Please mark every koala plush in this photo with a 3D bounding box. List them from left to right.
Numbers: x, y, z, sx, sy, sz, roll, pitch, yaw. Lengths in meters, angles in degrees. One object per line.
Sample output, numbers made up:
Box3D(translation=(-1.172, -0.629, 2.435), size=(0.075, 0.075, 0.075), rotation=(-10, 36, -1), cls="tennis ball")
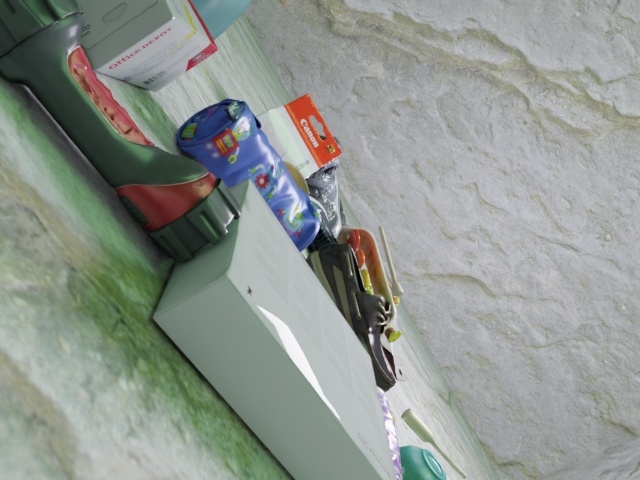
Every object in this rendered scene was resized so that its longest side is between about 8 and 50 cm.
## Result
Box3D(translation=(-0.015, -0.173, 1.463), size=(0.196, 0.203, 0.221), rotation=(-107, 177, -48), cls="koala plush")

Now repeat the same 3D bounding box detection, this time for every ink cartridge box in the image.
Box3D(translation=(-0.250, -0.305, 0.708), size=(0.128, 0.128, 0.176), rotation=(61, 9, -4), cls="ink cartridge box")
Box3D(translation=(-0.064, -0.250, 1.276), size=(0.189, 0.232, 0.066), rotation=(59, -21, -10), cls="ink cartridge box")
Box3D(translation=(0.225, 0.343, 1.660), size=(0.181, 0.056, 0.225), rotation=(41, 41, -65), cls="ink cartridge box")

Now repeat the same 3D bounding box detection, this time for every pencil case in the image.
Box3D(translation=(-0.110, -0.106, 0.879), size=(0.119, 0.133, 0.306), rotation=(28, -20, 47), cls="pencil case")
Box3D(translation=(0.075, 0.308, 0.790), size=(0.206, 0.086, 0.088), rotation=(-97, 164, -66), cls="pencil case")

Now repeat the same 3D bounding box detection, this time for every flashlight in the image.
Box3D(translation=(-0.202, -0.121, 0.511), size=(0.304, 0.103, 0.103), rotation=(58, 11, -24), cls="flashlight")

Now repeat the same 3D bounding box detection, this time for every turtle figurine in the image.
Box3D(translation=(0.146, 0.192, 1.509), size=(0.269, 0.087, 0.218), rotation=(24, 37, -41), cls="turtle figurine")

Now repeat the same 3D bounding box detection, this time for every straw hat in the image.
Box3D(translation=(-0.097, -0.102, 1.122), size=(0.061, 0.144, 0.145), rotation=(4, -45, 49), cls="straw hat")

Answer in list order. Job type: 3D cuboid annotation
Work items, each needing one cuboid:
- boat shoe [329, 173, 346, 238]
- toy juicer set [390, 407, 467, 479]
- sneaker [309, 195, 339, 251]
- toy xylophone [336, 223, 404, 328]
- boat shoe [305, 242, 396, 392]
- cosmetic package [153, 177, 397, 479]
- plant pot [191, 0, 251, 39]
Box3D(translation=(0.013, -0.100, 1.624), size=(0.119, 0.120, 0.335), rotation=(64, 15, -45), cls="boat shoe")
Box3D(translation=(0.162, 0.418, 0.973), size=(0.209, 0.089, 0.329), rotation=(51, 13, 23), cls="toy juicer set")
Box3D(translation=(0.002, 0.000, 1.291), size=(0.226, 0.086, 0.163), rotation=(57, 8, -33), cls="sneaker")
Box3D(translation=(0.123, 0.096, 1.323), size=(0.236, 0.081, 0.323), rotation=(102, -24, -56), cls="toy xylophone")
Box3D(translation=(0.090, 0.163, 1.149), size=(0.356, 0.130, 0.132), rotation=(63, 10, 12), cls="boat shoe")
Box3D(translation=(-0.037, 0.135, 0.668), size=(0.377, 0.097, 0.284), rotation=(57, 9, -23), cls="cosmetic package")
Box3D(translation=(-0.264, -0.555, 1.032), size=(0.293, 0.235, 0.293), rotation=(58, 10, -16), cls="plant pot")
